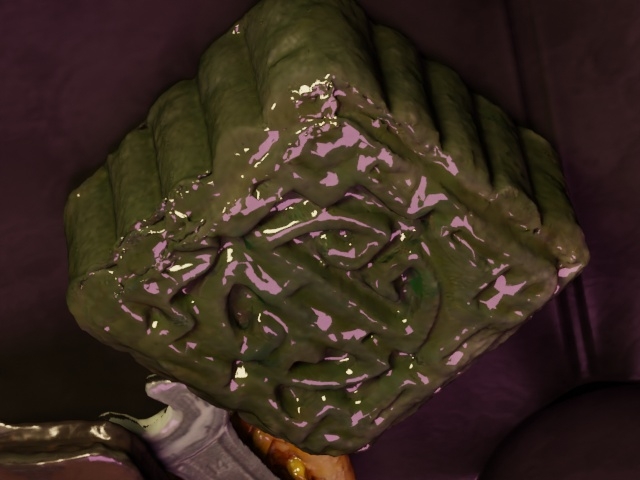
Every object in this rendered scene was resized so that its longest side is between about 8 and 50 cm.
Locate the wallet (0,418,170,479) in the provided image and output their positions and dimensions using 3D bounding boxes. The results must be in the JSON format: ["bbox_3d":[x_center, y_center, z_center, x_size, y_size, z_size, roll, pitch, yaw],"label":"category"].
[{"bbox_3d":[-0.214,0.159,0.749,0.309,0.042,0.165,-8,139,12],"label":"wallet"}]

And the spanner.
[{"bbox_3d":[-0.013,0.155,0.786,0.071,0.017,0.302,-30,131,15],"label":"spanner"}]

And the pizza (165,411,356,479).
[{"bbox_3d":[-0.043,0.141,0.805,0.130,0.041,0.178,-3,133,-8],"label":"pizza"}]

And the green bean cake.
[{"bbox_3d":[0.000,0.000,0.653,0.185,0.094,0.183,34,119,-30],"label":"green bean cake"}]
